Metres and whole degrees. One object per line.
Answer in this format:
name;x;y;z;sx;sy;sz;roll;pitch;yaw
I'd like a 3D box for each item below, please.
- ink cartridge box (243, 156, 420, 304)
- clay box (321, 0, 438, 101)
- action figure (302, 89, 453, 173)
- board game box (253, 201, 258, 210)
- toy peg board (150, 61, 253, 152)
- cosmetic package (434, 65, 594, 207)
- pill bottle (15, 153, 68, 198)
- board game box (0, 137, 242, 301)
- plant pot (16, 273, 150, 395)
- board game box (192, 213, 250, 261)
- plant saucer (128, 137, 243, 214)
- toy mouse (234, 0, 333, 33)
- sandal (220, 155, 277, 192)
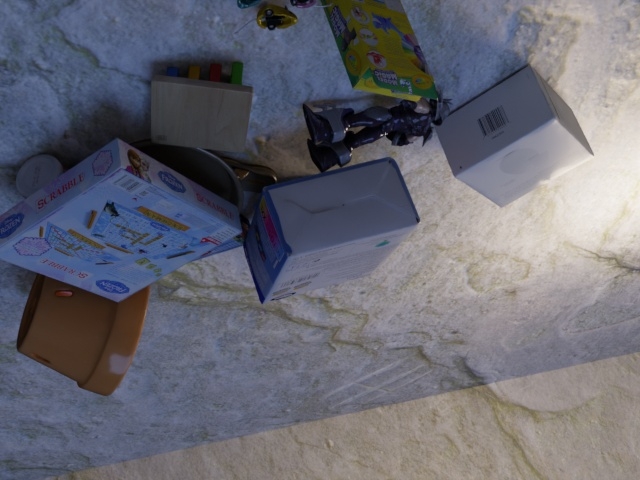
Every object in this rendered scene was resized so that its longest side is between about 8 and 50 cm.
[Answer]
ink cartridge box;0.000;0.000;1.712;0.269;0.151;0.395;-14;163;-17
clay box;0.087;-0.294;1.278;0.127;0.222;0.053;5;146;-34
action figure;0.115;-0.223;1.574;0.284;0.099;0.185;-15;146;-10
board game box;-0.034;-0.052;1.864;0.160;0.039;0.211;-21;151;10
toy peg board;-0.198;-0.233;1.420;0.160;0.079;0.161;6;148;-8
cosmetic package;0.391;-0.201;1.710;0.224;0.138;0.224;-30;148;25
pill bottle;-0.467;-0.080;1.522;0.087;0.087;0.160;-18;153;4
board game box;-0.360;-0.021;1.512;0.318;0.066;0.318;-28;148;21
plant pot;-0.503;0.158;1.777;0.203;0.291;0.291;20;139;-23
board game box;-0.270;-0.015;1.780;0.194;0.060;0.194;-25;152;14
plant saucer;-0.281;-0.093;1.580;0.277;0.041;0.278;-2;139;-2
toy mouse;-0.066;-0.366;1.250;0.161;0.031;0.143;-4;157;8
sandal;-0.176;-0.111;1.651;0.219;0.060;0.090;8;144;-39
